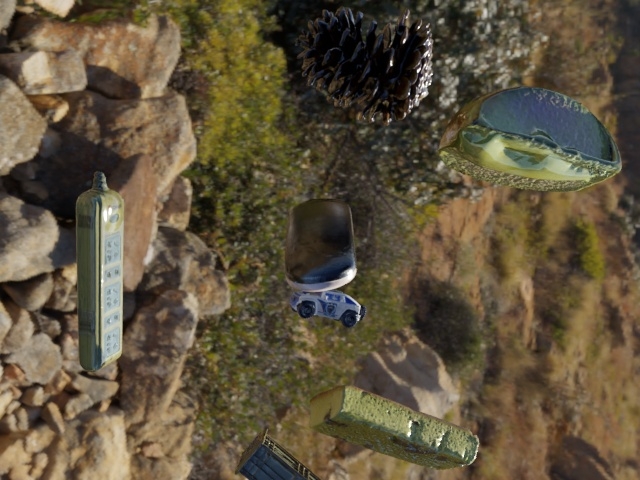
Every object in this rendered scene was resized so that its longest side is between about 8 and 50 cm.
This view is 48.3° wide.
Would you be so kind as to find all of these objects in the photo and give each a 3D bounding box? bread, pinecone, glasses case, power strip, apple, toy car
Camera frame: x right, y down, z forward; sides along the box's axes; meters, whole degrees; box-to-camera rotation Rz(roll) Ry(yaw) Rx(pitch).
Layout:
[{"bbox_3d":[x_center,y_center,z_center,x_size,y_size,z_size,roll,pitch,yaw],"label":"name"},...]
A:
[{"bbox_3d":[0.158,0.399,1.495,0.361,0.138,0.077,24,53,-21],"label":"bread"},{"bbox_3d":[0.091,-0.370,1.449,0.292,0.246,0.246,18,81,-10],"label":"pinecone"},{"bbox_3d":[0.000,0.000,1.266,0.314,0.122,0.075,-92,177,-64],"label":"glasses case"},{"bbox_3d":[-0.419,0.060,1.370,0.092,0.066,0.387,-31,126,-67],"label":"power strip"},{"bbox_3d":[0.290,-0.146,1.054,0.265,0.193,0.120,13,75,-18],"label":"apple"},{"bbox_3d":[0.018,0.143,1.572,0.170,0.080,0.070,13,92,-18],"label":"toy car"}]

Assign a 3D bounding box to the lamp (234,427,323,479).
[{"bbox_3d":[-0.015,0.510,1.399,0.325,0.089,0.090,41,92,-1],"label":"lamp"}]
